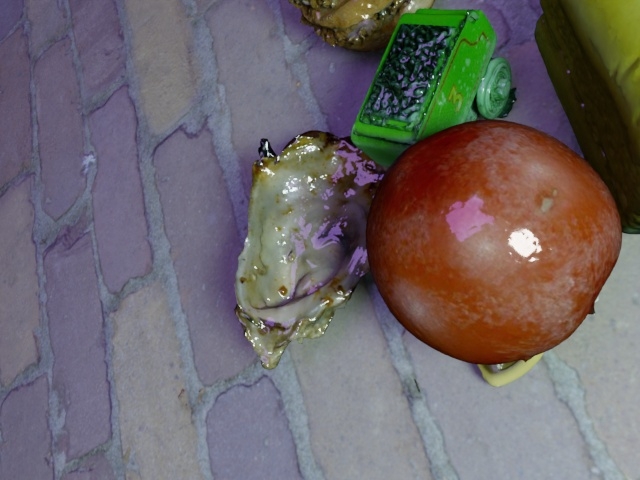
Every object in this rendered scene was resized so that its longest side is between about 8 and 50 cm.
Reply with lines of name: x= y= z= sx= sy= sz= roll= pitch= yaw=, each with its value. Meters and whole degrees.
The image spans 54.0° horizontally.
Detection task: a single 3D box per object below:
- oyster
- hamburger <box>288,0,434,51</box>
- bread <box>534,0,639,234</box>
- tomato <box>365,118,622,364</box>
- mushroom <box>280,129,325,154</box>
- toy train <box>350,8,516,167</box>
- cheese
oyster: x=0.001 y=0.011 z=0.914 sx=0.221 sy=0.096 sz=0.361 roll=3 pitch=74 yaw=13
hamburger: x=0.050 y=-0.429 z=0.992 sx=0.245 sy=0.211 sz=0.261 roll=-25 pitch=53 yaw=34
bread: x=0.363 y=-0.193 z=0.662 sx=0.208 sy=0.251 sz=0.377 roll=-13 pitch=62 yaw=13
tomato: x=0.175 y=-0.008 z=0.683 sx=0.264 sy=0.265 sz=0.265 roll=-14 pitch=64 yaw=31
mushroom: x=-0.017 y=-0.118 z=1.018 sx=0.123 sy=0.052 sz=0.123 roll=-9 pitch=73 yaw=30
toy train: x=0.154 y=-0.186 z=0.836 sx=0.132 sy=0.188 sz=0.243 roll=19 pitch=83 yaw=38
cheese: x=0.253 y=0.102 z=0.747 sx=0.162 sy=0.036 sz=0.086 roll=-36 pitch=56 yaw=20
